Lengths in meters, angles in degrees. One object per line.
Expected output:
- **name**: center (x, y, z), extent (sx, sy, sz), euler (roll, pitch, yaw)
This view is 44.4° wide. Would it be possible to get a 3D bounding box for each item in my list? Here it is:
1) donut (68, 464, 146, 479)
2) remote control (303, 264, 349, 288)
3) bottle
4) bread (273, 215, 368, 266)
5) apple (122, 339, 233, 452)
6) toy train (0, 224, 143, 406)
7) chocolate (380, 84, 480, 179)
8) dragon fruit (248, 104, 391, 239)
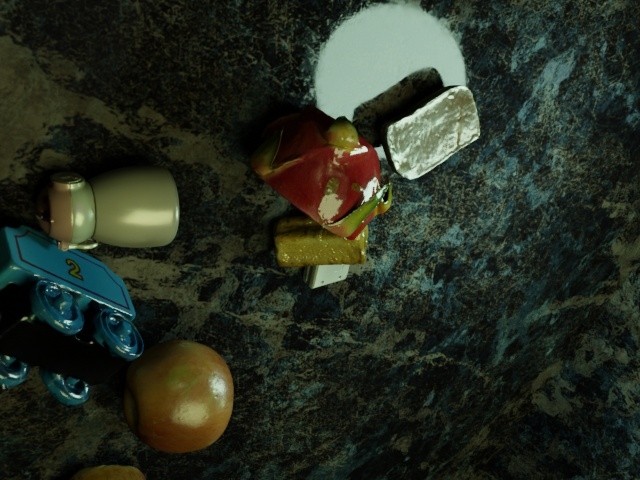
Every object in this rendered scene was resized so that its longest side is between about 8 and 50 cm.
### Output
- **donut**: center (-0.517, 0.669, 1.845), extent (0.299, 0.150, 0.317), euler (-52, 140, 2)
- **remote control**: center (0.031, -0.019, 1.824), extent (0.103, 0.055, 0.277), euler (-13, 131, -33)
- **bottle**: center (-0.381, -0.057, 1.375), extent (0.236, 0.147, 0.147), euler (-4, 125, -29)
- **bread**: center (0.000, 0.000, 1.727), extent (0.211, 0.083, 0.114), euler (0, 129, 4)
- **apple**: center (-0.316, 0.338, 1.691), extent (0.253, 0.253, 0.253), euler (-23, 135, -25)
- **toy train**: center (-0.461, 0.128, 1.356), extent (0.188, 0.265, 0.300), euler (-40, 142, 10)
- **chocolate**: center (0.238, -0.254, 1.791), extent (0.254, 0.080, 0.157), euler (-33, 124, -18)
- **dragon fruit**: center (0.013, -0.144, 1.543), extent (0.189, 0.290, 0.290), euler (-52, 140, 5)
